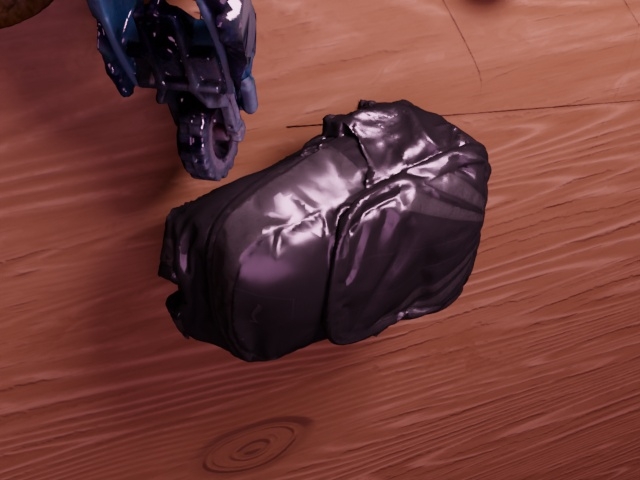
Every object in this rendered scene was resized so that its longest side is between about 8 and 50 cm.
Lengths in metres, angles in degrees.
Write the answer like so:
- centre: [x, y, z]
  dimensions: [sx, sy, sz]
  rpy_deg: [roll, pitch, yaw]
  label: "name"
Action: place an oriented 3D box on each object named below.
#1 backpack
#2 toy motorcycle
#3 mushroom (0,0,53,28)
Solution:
- centre: [0.000, 0.000, 1.002]
  dimensions: [0.445, 0.255, 0.364]
  rpy_deg: [-20, 133, -28]
  label: "backpack"
- centre: [-0.129, -0.260, 0.787]
  dimensions: [0.172, 0.232, 0.416]
  rpy_deg: [5, 144, 14]
  label: "toy motorcycle"
- centre: [-0.332, -0.309, 0.621]
  dimensions: [0.263, 0.283, 0.195]
  rpy_deg: [-22, 88, -3]
  label: "mushroom"
